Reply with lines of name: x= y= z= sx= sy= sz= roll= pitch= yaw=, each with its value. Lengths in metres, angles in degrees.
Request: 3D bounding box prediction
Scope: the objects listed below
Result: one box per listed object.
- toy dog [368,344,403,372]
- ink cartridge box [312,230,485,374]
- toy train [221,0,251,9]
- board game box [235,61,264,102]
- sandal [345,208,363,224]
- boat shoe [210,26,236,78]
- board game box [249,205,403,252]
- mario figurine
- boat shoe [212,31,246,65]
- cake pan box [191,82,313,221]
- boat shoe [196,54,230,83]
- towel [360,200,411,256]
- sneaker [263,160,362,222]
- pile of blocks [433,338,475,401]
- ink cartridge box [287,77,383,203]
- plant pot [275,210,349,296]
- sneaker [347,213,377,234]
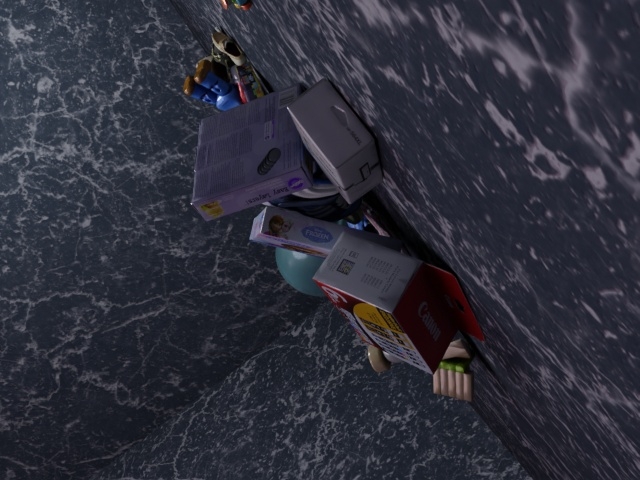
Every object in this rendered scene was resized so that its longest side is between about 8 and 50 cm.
toy dog: x=0.199 y=0.213 z=1.988 sx=0.161 sy=0.220 sz=0.334 roll=58 pitch=-176 yaw=-34
ink cartridge box: x=0.173 y=0.146 z=1.492 sx=0.271 sy=0.130 sz=0.309 roll=21 pitch=160 yaw=36
toy train: x=-0.196 y=-0.502 z=1.338 sx=0.166 sy=0.046 sz=0.125 roll=54 pitch=179 yaw=7
board game box: x=-0.191 y=-0.412 z=2.087 sx=0.170 sy=0.048 sz=0.141 roll=73 pitch=176 yaw=-46
sandal: x=0.016 y=-0.164 z=1.850 sx=0.303 sy=0.086 sz=0.120 roll=45 pitch=175 yaw=16
boat shoe: x=-0.301 y=-0.582 z=2.236 sx=0.081 sy=0.068 sz=0.228 roll=53 pitch=179 yaw=22
board game box: x=0.000 y=0.000 z=1.706 sx=0.318 sy=0.066 sz=0.318 roll=14 pitch=175 yaw=-8
mario figurine: x=-0.272 y=-0.459 z=2.280 sx=0.320 sy=0.170 sz=0.198 roll=29 pitch=171 yaw=-30
boat shoe: x=-0.265 y=-0.564 z=2.058 sx=0.135 sy=0.050 sz=0.045 roll=43 pitch=172 yaw=15
cake pan box: x=-0.137 y=-0.187 z=1.455 sx=0.070 sy=0.245 sz=0.267 roll=57 pitch=-158 yaw=-47
boat shoe: x=-0.366 y=-0.576 z=2.408 sx=0.302 sy=0.098 sz=0.109 roll=-91 pitch=-15 yaw=-67
towel: x=0.154 y=-0.024 z=1.785 sx=0.144 sy=0.029 sz=0.197 roll=55 pitch=178 yaw=-20
sneaker: x=0.030 y=-0.122 z=1.583 sx=0.322 sy=0.130 sz=0.236 roll=8 pitch=168 yaw=-40
pile of blocks: x=0.314 y=0.232 z=1.826 sx=0.112 sy=0.148 sz=0.362 roll=-39 pitch=-75 yaw=-49
ink cartridge box: x=0.030 y=-0.169 z=1.254 sx=0.148 sy=0.085 sz=0.203 roll=53 pitch=179 yaw=17
plant pot: x=0.005 y=-0.011 z=2.090 sx=0.293 sy=0.293 sz=0.235 roll=53 pitch=167 yaw=20
sneaker: x=0.100 y=-0.074 z=1.939 sx=0.082 sy=0.069 sz=0.209 roll=-27 pitch=91 yaw=55
